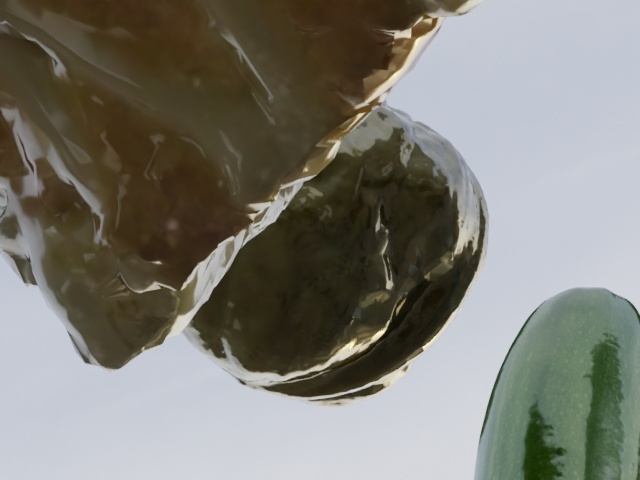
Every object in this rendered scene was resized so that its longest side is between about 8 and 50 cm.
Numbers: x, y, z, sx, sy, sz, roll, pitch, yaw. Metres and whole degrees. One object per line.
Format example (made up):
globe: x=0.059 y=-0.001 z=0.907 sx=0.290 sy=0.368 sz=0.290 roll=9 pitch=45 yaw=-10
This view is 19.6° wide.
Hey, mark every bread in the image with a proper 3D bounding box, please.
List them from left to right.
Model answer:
bread: x=-0.073 y=-0.227 z=0.625 sx=0.390 sy=0.279 sz=0.371 roll=42 pitch=-54 yaw=-1

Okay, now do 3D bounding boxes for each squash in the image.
squash: x=0.101 y=0.128 z=0.772 sx=0.082 sy=0.292 sz=0.082 roll=4 pitch=-45 yaw=4

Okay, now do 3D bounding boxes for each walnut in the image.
walnut: x=0.000 y=0.000 z=1.557 sx=0.253 sy=0.282 sz=0.277 roll=28 pitch=-97 yaw=-4
